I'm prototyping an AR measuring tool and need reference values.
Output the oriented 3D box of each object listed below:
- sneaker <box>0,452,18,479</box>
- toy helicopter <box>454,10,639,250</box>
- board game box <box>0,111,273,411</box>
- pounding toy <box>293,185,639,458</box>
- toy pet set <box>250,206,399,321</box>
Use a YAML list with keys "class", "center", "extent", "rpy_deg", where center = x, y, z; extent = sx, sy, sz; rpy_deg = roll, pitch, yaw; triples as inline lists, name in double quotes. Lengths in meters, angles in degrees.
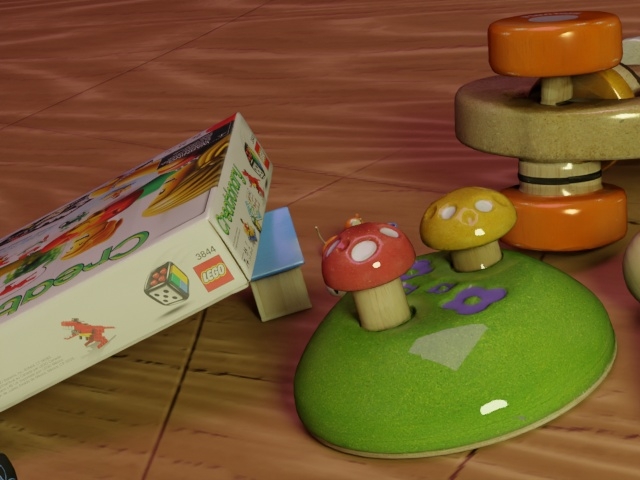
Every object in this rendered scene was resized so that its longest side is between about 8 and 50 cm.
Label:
- class: "sneaker"
  center: [-0.273, 0.143, 0.970]
  extent: [0.232, 0.081, 0.090]
  rpy_deg: [5, 25, 29]
- class: "toy helicopter"
  center: [0.265, -0.093, 1.165]
  extent: [0.355, 0.140, 0.235]
  rpy_deg: [-4, 12, 1]
- class: "board game box"
  center: [-0.177, 0.037, 1.098]
  extent: [0.305, 0.053, 0.193]
  rpy_deg: [-27, 19, 12]
- class: "pounding toy"
  center: [0.087, 0.025, 0.957]
  extent: [0.237, 0.110, 0.183]
  rpy_deg: [-8, 22, 21]
- class: "toy pet set"
  center: [0.000, 0.000, 1.148]
  extent: [0.114, 0.065, 0.122]
  rpy_deg: [-17, 20, -2]
